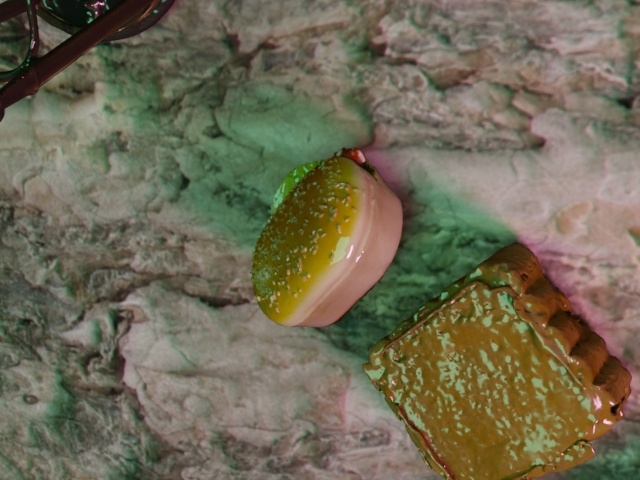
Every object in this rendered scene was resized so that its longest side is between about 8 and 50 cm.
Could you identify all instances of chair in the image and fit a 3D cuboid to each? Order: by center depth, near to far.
[{"bbox_3d":[-0.364,-0.335,1.443,0.362,0.410,0.364,1,106,32],"label":"chair"}]

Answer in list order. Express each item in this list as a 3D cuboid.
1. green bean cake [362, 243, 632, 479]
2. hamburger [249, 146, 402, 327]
[{"bbox_3d":[0.189,0.147,1.430,0.230,0.131,0.224,-39,86,31],"label":"green bean cake"},{"bbox_3d":[0.000,0.000,1.486,0.116,0.173,0.210,29,127,-23],"label":"hamburger"}]
